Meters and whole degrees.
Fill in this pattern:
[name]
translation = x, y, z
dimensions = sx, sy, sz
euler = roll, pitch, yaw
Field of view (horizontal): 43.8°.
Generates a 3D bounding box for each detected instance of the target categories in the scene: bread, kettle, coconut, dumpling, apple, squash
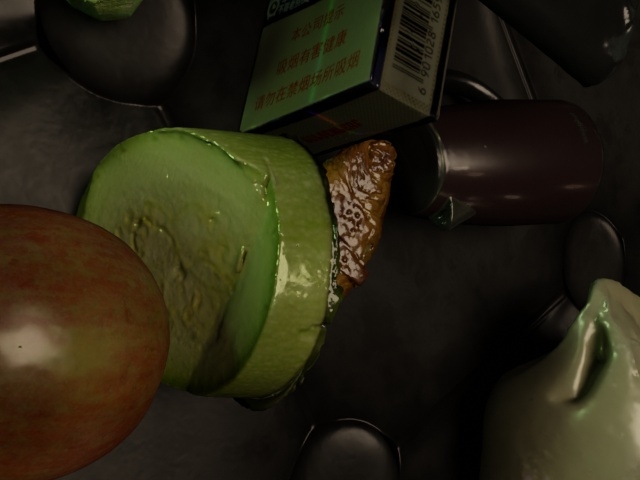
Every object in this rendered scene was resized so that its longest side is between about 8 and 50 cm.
[bread]
translation = 0.000, 0.000, 0.757
dimensions = 0.105, 0.076, 0.233
euler = 39, 70, -14
[kettle]
translation = 0.168, -0.105, 0.863
dimensions = 0.232, 0.144, 0.202
euler = -4, 68, -35
[coconut]
translation = -0.178, -0.220, 0.648
dimensions = 0.083, 0.081, 0.082
euler = -21, 112, -2
[dumpling]
translation = 0.320, 0.247, 0.887
dimensions = 0.316, 0.233, 0.394
euler = 13, 92, -38
[apple]
translation = -0.198, 0.069, 0.533
dimensions = 0.174, 0.188, 0.188
euler = 9, 80, -41
[squash]
translation = -0.082, 0.018, 0.605
dimensions = 0.133, 0.220, 0.220
euler = 8, 80, -40

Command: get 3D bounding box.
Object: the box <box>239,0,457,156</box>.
[box]
translation = 0.038, -0.242, 0.735
dimensions = 0.084, 0.198, 0.310
euler = 20, 73, -33

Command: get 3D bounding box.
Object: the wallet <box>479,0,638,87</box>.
[wallet]
translation = 0.136, -0.315, 0.652
dimensions = 0.406, 0.062, 0.228
euler = 24, 72, -33
